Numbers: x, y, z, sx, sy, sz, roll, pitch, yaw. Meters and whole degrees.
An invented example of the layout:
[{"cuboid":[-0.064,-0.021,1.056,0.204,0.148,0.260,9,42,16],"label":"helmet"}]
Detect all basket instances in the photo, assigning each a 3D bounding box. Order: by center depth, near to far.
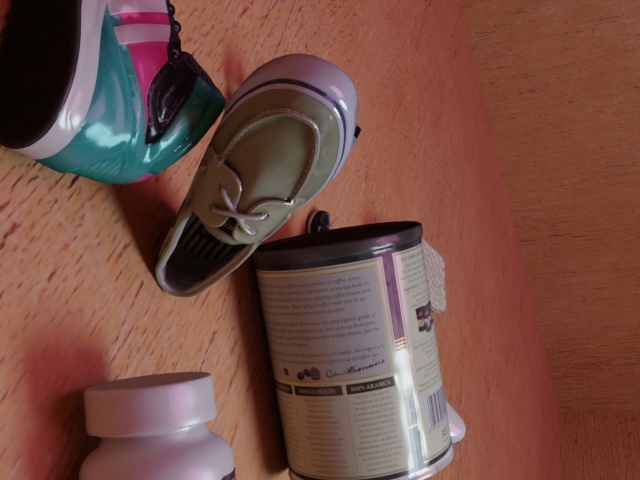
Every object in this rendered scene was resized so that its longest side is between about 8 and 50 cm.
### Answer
[{"cuboid":[0.142,0.061,1.392,0.167,0.103,0.113,34,53,-63],"label":"basket"}]

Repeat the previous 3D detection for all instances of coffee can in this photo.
[{"cuboid":[0.038,0.129,0.977,0.201,0.201,0.275,-21,103,-68],"label":"coffee can"}]

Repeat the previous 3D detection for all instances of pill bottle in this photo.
[{"cuboid":[-0.123,0.220,0.649,0.121,0.121,0.221,1,83,-68],"label":"pill bottle"}]

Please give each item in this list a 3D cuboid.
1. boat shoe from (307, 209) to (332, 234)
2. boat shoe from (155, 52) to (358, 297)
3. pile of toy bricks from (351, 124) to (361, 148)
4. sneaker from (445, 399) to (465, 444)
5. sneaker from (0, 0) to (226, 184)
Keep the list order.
[{"cuboid":[0.000,0.000,1.142,0.125,0.038,0.046,-67,143,-52],"label":"boat shoe"},{"cuboid":[-0.061,-0.037,0.716,0.109,0.302,0.094,28,53,-10],"label":"boat shoe"},{"cuboid":[-0.029,-0.126,1.050,0.105,0.118,0.212,-63,166,2],"label":"pile of toy bricks"},{"cuboid":[0.119,0.199,1.169,0.237,0.086,0.085,42,34,-4],"label":"sneaker"},{"cuboid":[-0.151,-0.173,0.697,0.178,0.123,0.296,38,56,-54],"label":"sneaker"}]
